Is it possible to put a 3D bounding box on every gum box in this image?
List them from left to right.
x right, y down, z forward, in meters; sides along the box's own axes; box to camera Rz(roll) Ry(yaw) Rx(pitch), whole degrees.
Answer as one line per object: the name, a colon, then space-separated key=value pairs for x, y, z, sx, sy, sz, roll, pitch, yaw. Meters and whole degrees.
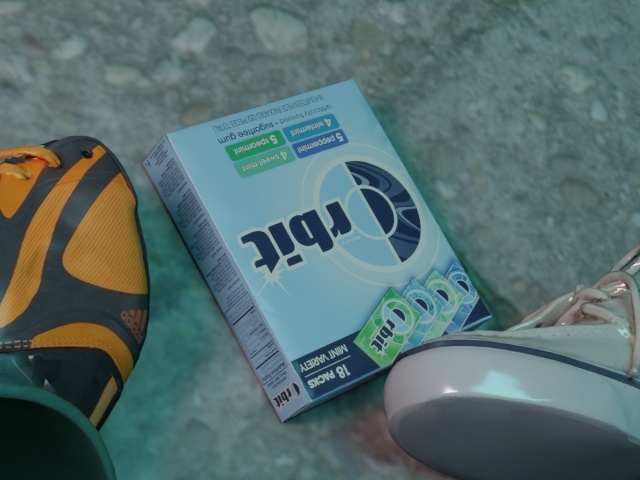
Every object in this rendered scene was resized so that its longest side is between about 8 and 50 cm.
gum box: x=0.000 y=0.000 z=0.876 sx=0.157 sy=0.041 sz=0.184 roll=-20 pitch=77 yaw=-37

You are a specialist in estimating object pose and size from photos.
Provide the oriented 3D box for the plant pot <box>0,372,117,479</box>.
plant pot: x=-0.254 y=0.136 z=0.499 sx=0.235 sy=0.293 sz=0.293 roll=24 pitch=47 yaw=22

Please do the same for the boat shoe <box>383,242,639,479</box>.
boat shoe: x=0.194 y=0.076 z=0.891 sx=0.367 sy=0.136 sz=0.156 roll=13 pitch=59 yaw=-28

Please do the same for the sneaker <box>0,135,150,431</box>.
sneaker: x=-0.220 y=-0.024 z=0.724 sx=0.321 sy=0.124 sz=0.180 roll=50 pitch=46 yaw=-11
